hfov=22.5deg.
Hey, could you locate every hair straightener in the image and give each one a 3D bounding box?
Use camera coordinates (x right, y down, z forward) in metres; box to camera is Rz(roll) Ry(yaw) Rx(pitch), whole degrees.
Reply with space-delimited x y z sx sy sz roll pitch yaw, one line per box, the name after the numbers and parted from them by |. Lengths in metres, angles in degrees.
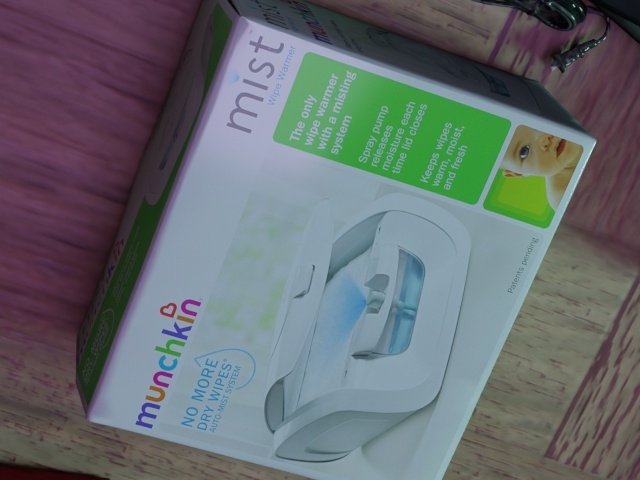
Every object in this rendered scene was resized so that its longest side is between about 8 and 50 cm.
0.166 -0.145 1.004 0.230 0.047 0.089 27 103 -18 | hair straightener

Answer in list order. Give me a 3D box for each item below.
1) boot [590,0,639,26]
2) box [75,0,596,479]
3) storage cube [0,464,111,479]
0.303 -0.256 0.927 0.445 0.146 0.367 27 82 0 | boot
0.000 0.000 0.989 0.231 0.127 0.262 18 107 -18 | box
-0.229 0.260 1.001 0.193 0.215 0.184 10 108 -20 | storage cube
